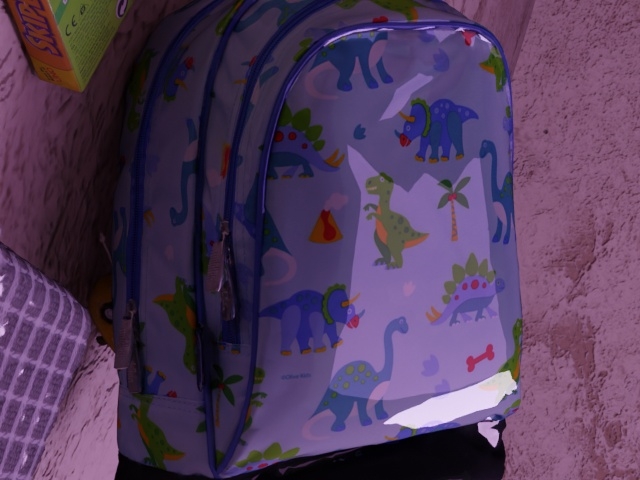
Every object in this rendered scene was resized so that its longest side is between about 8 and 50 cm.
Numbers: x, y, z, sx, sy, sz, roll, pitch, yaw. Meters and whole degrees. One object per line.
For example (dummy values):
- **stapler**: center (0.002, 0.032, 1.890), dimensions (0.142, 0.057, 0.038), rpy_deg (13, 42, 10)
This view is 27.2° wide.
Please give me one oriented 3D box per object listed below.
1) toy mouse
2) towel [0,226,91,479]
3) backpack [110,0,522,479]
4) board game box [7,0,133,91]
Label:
- **toy mouse**: center (-0.120, 0.039, 0.946), dimensions (0.143, 0.031, 0.161), rpy_deg (-45, 135, -56)
- **towel**: center (-0.199, 0.108, 0.525), dimensions (0.235, 0.121, 0.283), rpy_deg (57, 55, -74)
- **backpack**: center (0.000, 0.000, 0.865), dimensions (0.273, 0.290, 0.355), rpy_deg (-19, -104, 60)
- **board game box**: center (-0.127, -0.196, 0.634), dimensions (0.259, 0.039, 0.124), rpy_deg (89, 22, -62)
